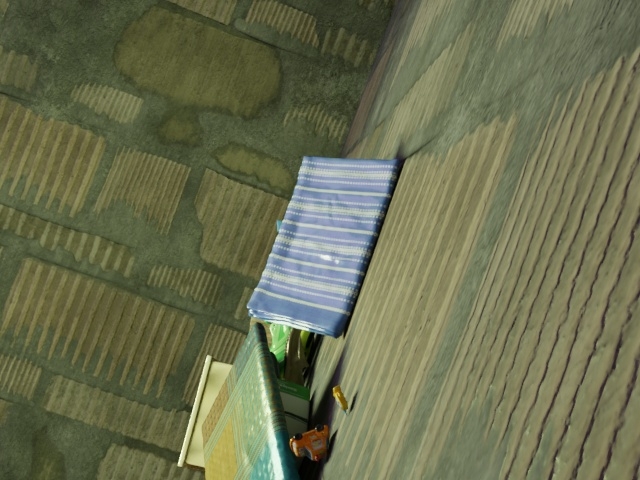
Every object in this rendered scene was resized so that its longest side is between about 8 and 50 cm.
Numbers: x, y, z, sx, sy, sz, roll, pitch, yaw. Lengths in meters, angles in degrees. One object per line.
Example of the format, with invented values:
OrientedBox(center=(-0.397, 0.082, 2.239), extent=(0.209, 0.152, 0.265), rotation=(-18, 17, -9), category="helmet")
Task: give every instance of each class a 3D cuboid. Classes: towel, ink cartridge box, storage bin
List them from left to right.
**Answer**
OrientedBox(center=(-0.218, 0.449, 1.883), extent=(0.260, 0.123, 0.262), rotation=(61, -141, -67), category="storage bin")
OrientedBox(center=(-0.114, 0.344, 1.172), extent=(0.271, 0.040, 0.370), rotation=(-61, 26, 28), category="towel")
OrientedBox(center=(-0.083, 0.358, 1.321), extent=(0.208, 0.087, 0.153), rotation=(-87, 17, -74), category="ink cartridge box")
OrientedBox(center=(0.000, 0.000, 1.374), extent=(0.243, 0.040, 0.336), rotation=(8, 75, 45), category="towel")

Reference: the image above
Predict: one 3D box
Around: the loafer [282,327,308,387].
OrientedBox(center=(-0.050, 0.248, 1.560), extent=(0.056, 0.050, 0.148), rotation=(120, 158, -71), category="loafer")

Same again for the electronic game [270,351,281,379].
OrientedBox(center=(-0.101, 0.342, 1.544), extent=(0.229, 0.048, 0.229), rotation=(178, 90, -78), category="electronic game")

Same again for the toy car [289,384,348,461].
OrientedBox(center=(-0.001, 0.249, 0.999), extent=(0.040, 0.060, 0.122), rotation=(-120, 34, -42), category="toy car")

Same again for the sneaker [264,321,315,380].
OrientedBox(center=(-0.058, 0.158, 1.650), extent=(0.295, 0.124, 0.109), rotation=(-69, -18, -4), category="sneaker")

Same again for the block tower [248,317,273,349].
OrientedBox(center=(-0.178, 0.351, 2.249), extent=(0.091, 0.097, 0.335), rotation=(103, 174, -51), category="block tower")

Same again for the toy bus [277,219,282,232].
OrientedBox(center=(-0.007, 0.031, 1.796), extent=(0.104, 0.202, 0.191), rotation=(40, -121, -62), category="toy bus")
